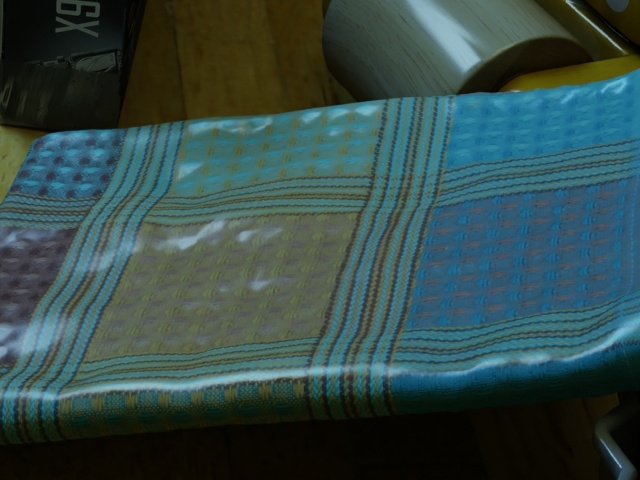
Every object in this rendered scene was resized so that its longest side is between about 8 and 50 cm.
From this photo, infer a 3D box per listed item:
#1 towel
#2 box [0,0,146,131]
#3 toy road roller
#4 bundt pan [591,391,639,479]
[{"bbox_3d":[0.000,0.000,0.923,0.370,0.040,0.271,-5,30,13],"label":"towel"},{"bbox_3d":[-0.130,-0.248,1.156,0.076,0.242,0.307,8,38,-3],"label":"box"},{"bbox_3d":[0.180,-0.175,1.128,0.329,0.241,0.202,-14,43,-28],"label":"toy road roller"},{"bbox_3d":[0.268,0.157,0.819,0.330,0.124,0.331,5,38,-4],"label":"bundt pan"}]
